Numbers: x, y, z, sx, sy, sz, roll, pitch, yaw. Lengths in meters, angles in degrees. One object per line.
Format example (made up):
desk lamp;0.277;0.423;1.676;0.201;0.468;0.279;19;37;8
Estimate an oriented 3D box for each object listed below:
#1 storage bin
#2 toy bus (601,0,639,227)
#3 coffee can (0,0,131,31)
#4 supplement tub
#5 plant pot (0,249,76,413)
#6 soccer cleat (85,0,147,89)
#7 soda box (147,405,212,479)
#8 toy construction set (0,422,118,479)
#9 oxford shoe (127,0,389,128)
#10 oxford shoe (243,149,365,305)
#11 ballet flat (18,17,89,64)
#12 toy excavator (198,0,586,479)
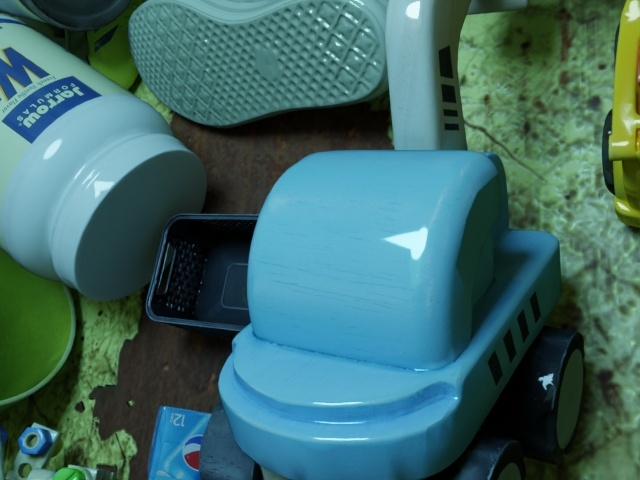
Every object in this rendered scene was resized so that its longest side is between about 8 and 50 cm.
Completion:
storage bin;-0.087;0.042;0.779;0.180;0.084;0.122;2;74;31
toy bus;0.282;-0.138;0.539;0.149;0.211;0.220;1;72;33
coffee can;-0.389;-0.384;0.903;0.275;0.201;0.202;19;83;30
supplement tub;-0.320;-0.099;0.853;0.324;0.235;0.235;34;92;19
plant pot;-0.506;0.149;0.918;0.293;0.274;0.275;-41;55;32
soccer cleat;-0.236;-0.341;1.003;0.121;0.093;0.289;15;81;32
soda box;-0.122;0.193;0.676;0.071;0.210;0.067;12;74;-11
toy construction set;-0.305;0.363;0.757;0.215;0.151;0.328;7;84;8
oxford shoe;-0.066;-0.228;0.846;0.449;0.169;0.130;8;36;41
oxford shoe;0.000;0.000;0.692;0.076;0.076;0.212;12;57;34
ballet flat;-0.413;-0.299;1.075;0.139;0.139;0.400;-23;62;23
toy excavator;0.080;-0.042;0.557;0.222;0.433;0.445;7;119;33
